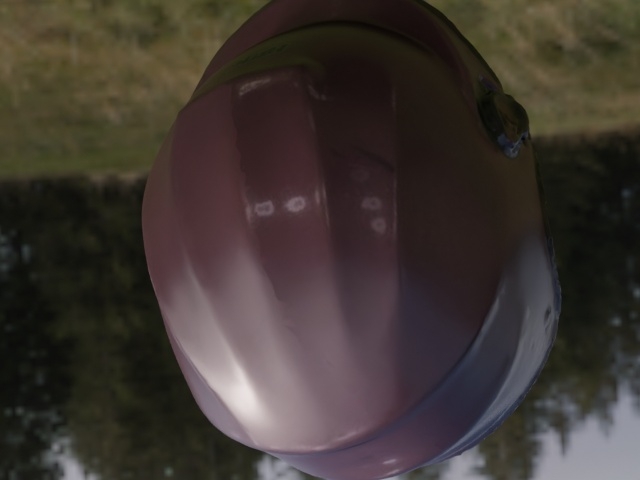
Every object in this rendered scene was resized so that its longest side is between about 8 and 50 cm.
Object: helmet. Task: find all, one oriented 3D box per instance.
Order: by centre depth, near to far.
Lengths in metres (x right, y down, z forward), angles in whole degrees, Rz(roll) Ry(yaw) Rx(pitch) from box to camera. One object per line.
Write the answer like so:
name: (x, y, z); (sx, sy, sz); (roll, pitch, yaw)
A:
helmet: (0.000, 0.000, 1.150); (0.271, 0.338, 0.197); (-15, -178, 25)
